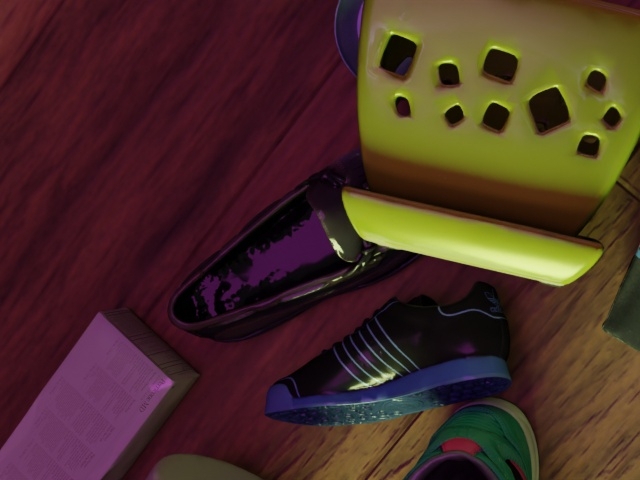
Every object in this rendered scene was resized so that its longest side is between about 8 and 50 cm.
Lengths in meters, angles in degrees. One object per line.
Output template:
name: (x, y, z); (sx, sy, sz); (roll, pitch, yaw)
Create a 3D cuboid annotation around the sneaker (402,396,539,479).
sneaker: (0.125, 0.283, 1.465); (0.124, 0.178, 0.295); (-6, 91, 22)

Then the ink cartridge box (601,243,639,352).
ink cartridge box: (0.394, 0.076, 1.388); (0.333, 0.065, 0.165); (29, 121, 17)

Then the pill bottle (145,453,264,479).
pill bottle: (-0.151, 0.393, 1.556); (0.224, 0.224, 0.392); (35, 105, 17)

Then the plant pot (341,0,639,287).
plant pot: (0.131, -0.084, 1.391); (0.227, 0.228, 0.207); (12, 93, 5)

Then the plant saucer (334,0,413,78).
plant saucer: (0.070, -0.183, 1.550); (0.119, 0.021, 0.119); (1, 92, 21)

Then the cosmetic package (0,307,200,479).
cosmetic package: (-0.220, 0.183, 1.661); (0.099, 0.060, 0.239); (42, 106, 17)

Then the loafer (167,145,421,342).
loafer: (0.000, 0.000, 1.546); (0.302, 0.095, 0.109); (-33, 81, 20)

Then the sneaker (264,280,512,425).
sneaker: (0.055, 0.099, 1.546); (0.232, 0.081, 0.090); (-13, 67, 26)
